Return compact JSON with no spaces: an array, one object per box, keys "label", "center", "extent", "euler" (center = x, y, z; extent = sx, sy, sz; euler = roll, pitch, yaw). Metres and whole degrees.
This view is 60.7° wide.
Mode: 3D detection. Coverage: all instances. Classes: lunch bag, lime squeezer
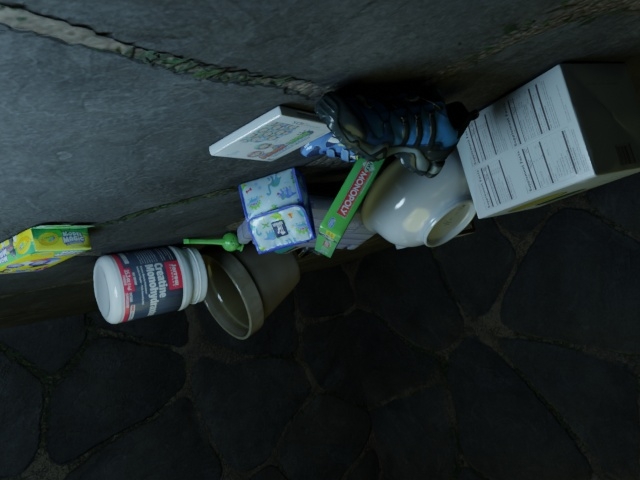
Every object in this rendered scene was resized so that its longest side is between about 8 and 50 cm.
[{"label":"lunch bag","center":[-0.086,-0.058,1.127],"extent":[0.129,0.151,0.096],"euler":[-15,173,12]},{"label":"lime squeezer","center":[-0.278,0.011,1.670],"extent":[0.110,0.059,0.310],"euler":[-17,173,20]}]

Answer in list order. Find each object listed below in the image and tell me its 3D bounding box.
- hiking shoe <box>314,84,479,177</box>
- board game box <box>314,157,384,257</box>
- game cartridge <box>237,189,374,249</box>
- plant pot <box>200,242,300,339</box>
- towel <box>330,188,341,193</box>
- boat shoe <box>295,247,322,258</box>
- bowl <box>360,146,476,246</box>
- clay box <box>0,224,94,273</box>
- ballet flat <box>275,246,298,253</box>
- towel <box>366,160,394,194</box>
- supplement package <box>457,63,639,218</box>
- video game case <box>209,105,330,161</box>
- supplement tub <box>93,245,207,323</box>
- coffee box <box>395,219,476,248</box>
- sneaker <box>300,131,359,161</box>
[{"label":"hiking shoe","center":[0.115,-0.190,0.826],"extent":[0.304,0.113,0.132],"euler":[3,132,-49]},{"label":"board game box","center":[0.061,-0.083,1.106],"extent":[0.046,0.213,0.317],"euler":[28,172,2]},{"label":"game cartridge","center":[-0.007,-0.050,1.396],"extent":[0.355,0.068,0.230],"euler":[4,151,-30]},{"label":"plant pot","center":[-0.232,0.135,1.893],"extent":[0.280,0.323,0.323],"euler":[-29,-178,-33]},{"label":"towel","center":[-0.033,-0.065,1.481],"extent":[0.275,0.031,0.199],"euler":[-14,157,3]},{"label":"boat shoe","center":[0.000,0.000,1.949],"extent":[0.108,0.102,0.301],"euler":[-9,171,-40]},{"label":"bowl","center":[0.246,-0.080,1.196],"extent":[0.298,0.134,0.298],"euler":[-27,151,-16]},{"label":"clay box","center":[-0.581,0.019,1.130],"extent":[0.222,0.053,0.127],"euler":[-18,173,30]},{"label":"ballet flat","center":[-0.025,-0.040,1.696],"extent":[0.316,0.107,0.106],"euler":[-13,-165,37]},{"label":"towel","center":[0.261,-0.162,1.427],"extent":[0.317,0.053,0.332],"euler":[-13,174,-11]},{"label":"supplement package","center":[0.429,-0.179,1.026],"extent":[0.199,0.198,0.262],"euler":[-11,172,-30]},{"label":"video game case","center":[-0.072,-0.164,0.864],"extent":[0.157,0.019,0.143],"euler":[-19,171,37]},{"label":"supplement tub","center":[-0.479,0.118,1.544],"extent":[0.272,0.191,0.191],"euler":[-9,171,-36]},{"label":"coffee box","center":[0.304,-0.065,1.500],"extent":[0.246,0.141,0.098],"euler":[-7,172,-42]},{"label":"sneaker","center":[0.037,-0.162,0.935],"extent":[0.144,0.059,0.053],"euler":[-14,175,7]}]
